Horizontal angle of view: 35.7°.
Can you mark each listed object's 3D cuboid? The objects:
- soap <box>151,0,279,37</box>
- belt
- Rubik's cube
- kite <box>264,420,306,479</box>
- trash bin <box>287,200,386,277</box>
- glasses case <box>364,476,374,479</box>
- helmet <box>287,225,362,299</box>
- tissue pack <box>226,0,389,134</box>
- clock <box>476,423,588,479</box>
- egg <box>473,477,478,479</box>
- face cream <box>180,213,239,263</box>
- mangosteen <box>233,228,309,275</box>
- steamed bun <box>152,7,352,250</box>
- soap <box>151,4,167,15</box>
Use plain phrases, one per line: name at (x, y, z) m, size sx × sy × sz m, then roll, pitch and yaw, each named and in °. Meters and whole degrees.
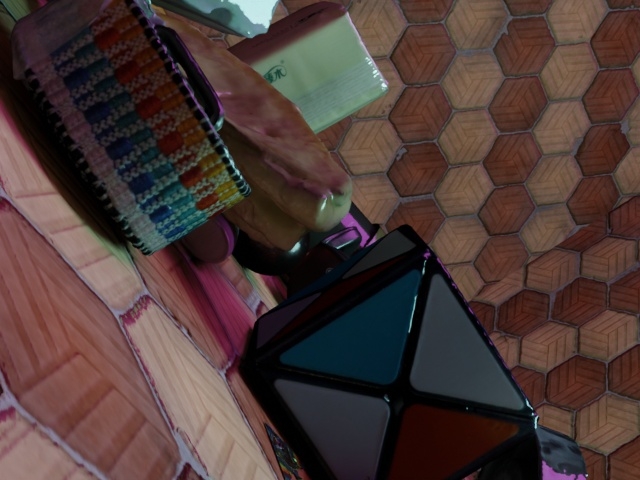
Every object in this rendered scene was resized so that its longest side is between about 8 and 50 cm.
soap at (-0.217, -0.365, 1.112) m, size 0.446 × 0.156 × 0.261 m, roll 27°, pitch 5°, yaw 38°
belt at (-0.177, -0.122, 0.922) m, size 0.257 × 0.150 × 0.207 m, roll 58°, pitch -4°, yaw 8°
Rubik's cube at (0.077, 0.154, 1.177) m, size 0.246 × 0.250 × 0.248 m, roll 57°, pitch 1°, yaw -6°
kite at (-0.033, 0.223, 1.016) m, size 0.090 × 0.004 × 0.122 m, roll 58°, pitch 3°, yaw 13°
trash bin at (0.000, 0.000, 1.903) m, size 0.334 × 0.214 × 0.214 m, roll 49°, pitch 5°, yaw -11°
glasses case at (0.056, 0.304, 0.910) m, size 0.128 × 0.083 × 0.308 m, roll 52°, pitch 3°, yaw 7°
helmet at (0.040, 0.090, 1.683) m, size 0.189 × 0.193 × 0.216 m, roll 51°, pitch -6°, yaw 13°
tissue pack at (-0.086, -0.302, 1.955) m, size 0.207 × 0.380 × 0.297 m, roll 61°, pitch 1°, yaw -18°
clock at (0.219, 0.359, 1.127) m, size 0.061 × 0.313 × 0.312 m, roll 16°, pitch 6°, yaw -1°
egg at (0.311, 0.484, 1.382) m, size 0.352 × 0.258 × 0.258 m, roll 63°, pitch 3°, yaw 0°
face cream at (-0.140, -0.020, 1.272) m, size 0.084 × 0.057 × 0.198 m, roll 48°, pitch 4°, yaw -7°
mangosteen at (-0.085, -0.007, 1.539) m, size 0.140 × 0.140 × 0.140 m, roll 57°, pitch 3°, yaw -5°
steamed bun at (-0.119, -0.121, 1.242) m, size 0.428 × 0.189 × 0.247 m, roll 42°, pitch 33°, yaw 22°
soap at (-0.261, -0.281, 1.489) m, size 0.427 × 0.115 × 0.306 m, roll 57°, pitch 0°, yaw -18°
